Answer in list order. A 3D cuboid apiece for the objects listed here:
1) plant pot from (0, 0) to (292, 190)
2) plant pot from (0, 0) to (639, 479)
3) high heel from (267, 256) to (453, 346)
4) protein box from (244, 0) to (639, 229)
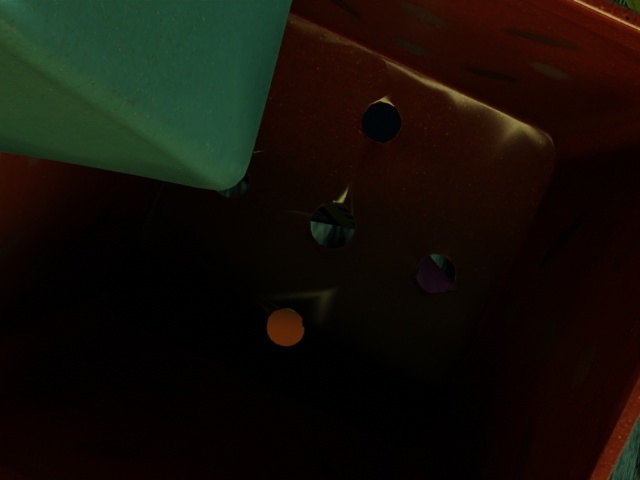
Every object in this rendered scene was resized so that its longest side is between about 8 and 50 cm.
[{"bbox_3d":[-0.125,-0.135,0.514,0.234,0.165,0.165,31,71,-61],"label":"plant pot"},{"bbox_3d":[0.000,0.000,0.754,0.236,0.267,0.267,-57,172,-84],"label":"plant pot"},{"bbox_3d":[0.000,0.028,1.088,0.377,0.127,0.181,50,25,-61],"label":"high heel"},{"bbox_3d":[0.071,-0.110,0.999,0.136,0.200,0.201,48,57,-66],"label":"protein box"}]
